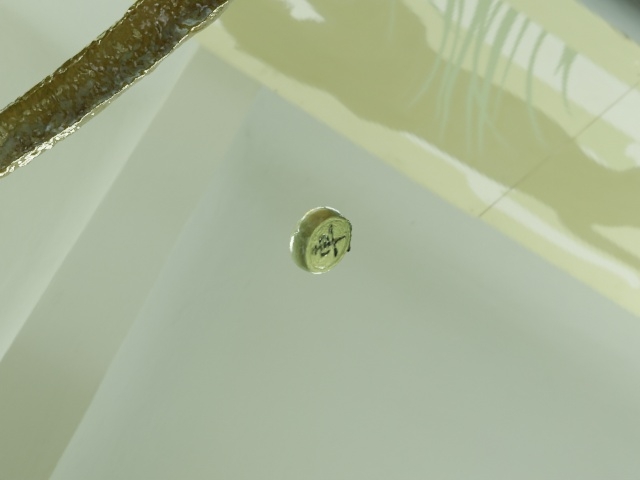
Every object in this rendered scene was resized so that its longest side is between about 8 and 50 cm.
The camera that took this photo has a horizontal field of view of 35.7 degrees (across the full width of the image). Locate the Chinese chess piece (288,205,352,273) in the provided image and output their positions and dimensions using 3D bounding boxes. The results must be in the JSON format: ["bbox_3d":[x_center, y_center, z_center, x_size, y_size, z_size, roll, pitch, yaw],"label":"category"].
[{"bbox_3d":[0.000,0.000,1.204,0.084,0.084,0.034,-22,-142,-38],"label":"Chinese chess piece"}]

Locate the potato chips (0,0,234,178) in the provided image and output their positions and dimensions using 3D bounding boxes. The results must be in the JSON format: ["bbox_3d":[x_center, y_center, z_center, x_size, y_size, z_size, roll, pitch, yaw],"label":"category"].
[{"bbox_3d":[-0.179,-0.157,0.857,0.057,0.407,0.080,55,-162,-5],"label":"potato chips"}]
